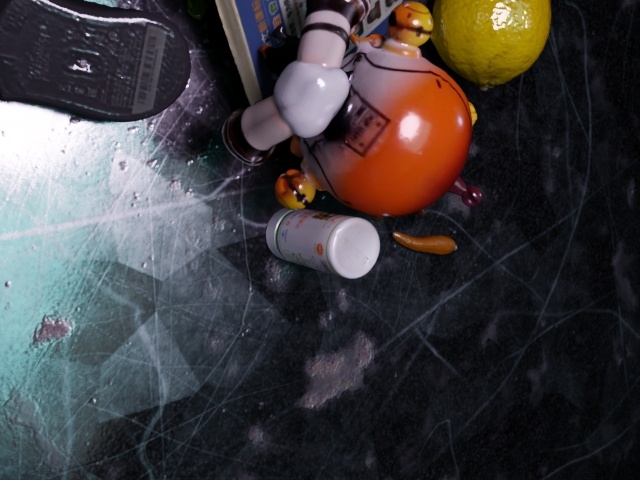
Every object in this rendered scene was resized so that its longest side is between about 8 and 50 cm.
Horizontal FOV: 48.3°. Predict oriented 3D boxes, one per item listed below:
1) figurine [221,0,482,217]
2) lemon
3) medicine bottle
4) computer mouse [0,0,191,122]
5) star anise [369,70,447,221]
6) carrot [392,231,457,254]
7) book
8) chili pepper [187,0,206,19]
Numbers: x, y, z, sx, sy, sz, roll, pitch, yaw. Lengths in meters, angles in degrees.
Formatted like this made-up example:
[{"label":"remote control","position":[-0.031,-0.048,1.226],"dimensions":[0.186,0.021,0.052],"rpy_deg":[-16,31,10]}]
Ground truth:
[{"label":"figurine","position":[0.066,-0.149,0.932],"dimensions":[0.323,0.196,0.320],"rpy_deg":[22,113,-34]},{"label":"lemon","position":[0.277,-0.361,1.163],"dimensions":[0.192,0.192,0.230],"rpy_deg":[-3,102,-32]},{"label":"medicine bottle","position":[0.000,0.000,1.040],"dimensions":[0.086,0.183,0.086],"rpy_deg":[-6,100,-33]},{"label":"computer mouse","position":[-0.298,-0.230,0.875],"dimensions":[0.264,0.088,0.147],"rpy_deg":[7,110,-34]},{"label":"star anise","position":[0.111,-0.177,1.136],"dimensions":[0.316,0.108,0.315],"rpy_deg":[-4,99,-29]},{"label":"carrot","position":[0.185,0.004,1.252],"dimensions":[0.142,0.035,0.035],"rpy_deg":[7,93,-29]},{"label":"book","position":[0.023,-0.382,0.990],"dimensions":[0.428,0.039,0.300],"rpy_deg":[-47,144,-28]},{"label":"chili pepper","position":[-0.178,-0.348,0.973],"dimensions":[0.030,0.034,0.091],"rpy_deg":[-16,109,4]}]
